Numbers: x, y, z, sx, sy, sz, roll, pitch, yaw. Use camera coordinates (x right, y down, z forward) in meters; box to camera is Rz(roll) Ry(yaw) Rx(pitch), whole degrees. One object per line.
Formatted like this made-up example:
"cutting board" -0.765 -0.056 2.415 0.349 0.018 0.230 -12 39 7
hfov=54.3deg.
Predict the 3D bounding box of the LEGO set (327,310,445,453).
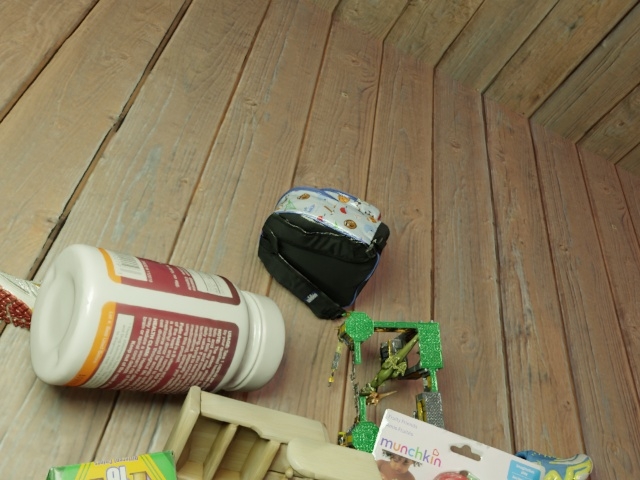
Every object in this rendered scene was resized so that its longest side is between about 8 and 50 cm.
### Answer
"LEGO set" 0.137 0.311 1.324 0.254 0.192 0.331 -6 70 -14

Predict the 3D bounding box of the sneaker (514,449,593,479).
"sneaker" 0.523 0.517 1.425 0.240 0.091 0.126 -17 64 -39

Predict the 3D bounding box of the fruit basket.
"fruit basket" 0.220 0.520 1.098 0.327 0.165 0.353 21 72 1

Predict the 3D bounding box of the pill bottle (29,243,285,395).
"pill bottle" -0.268 0.154 1.088 0.392 0.224 0.224 18 45 -40

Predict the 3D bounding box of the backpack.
"backpack" 0.000 0.000 1.415 0.263 0.276 0.213 24 40 -4

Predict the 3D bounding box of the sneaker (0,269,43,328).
"sneaker" -0.509 0.111 1.124 0.225 0.088 0.093 34 39 -17

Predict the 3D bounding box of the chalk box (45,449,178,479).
"chalk box" -0.293 0.476 0.878 0.179 0.180 0.289 3 52 -30

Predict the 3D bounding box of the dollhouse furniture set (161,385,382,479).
"dollhouse furniture set" -0.105 0.431 0.926 0.256 0.362 0.394 19 20 -17
